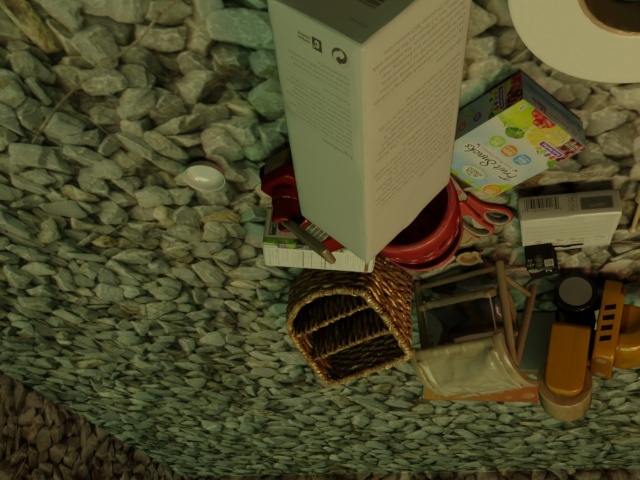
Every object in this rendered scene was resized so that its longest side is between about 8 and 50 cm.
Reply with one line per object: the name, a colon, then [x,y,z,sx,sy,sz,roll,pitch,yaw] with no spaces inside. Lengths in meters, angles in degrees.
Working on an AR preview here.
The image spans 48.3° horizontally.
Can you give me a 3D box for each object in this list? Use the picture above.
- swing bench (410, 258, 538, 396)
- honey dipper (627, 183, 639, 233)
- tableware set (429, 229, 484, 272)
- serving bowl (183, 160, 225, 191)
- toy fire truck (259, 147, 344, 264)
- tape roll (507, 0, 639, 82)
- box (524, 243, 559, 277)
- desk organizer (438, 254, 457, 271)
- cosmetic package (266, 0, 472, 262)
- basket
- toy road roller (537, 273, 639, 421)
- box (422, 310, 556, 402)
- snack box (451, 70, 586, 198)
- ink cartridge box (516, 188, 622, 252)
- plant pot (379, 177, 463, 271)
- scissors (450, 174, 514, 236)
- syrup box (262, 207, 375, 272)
swing bench: [0.346,0.212,1.633,0.165,0.255,0.253,31,145,-33]
honey dipper: [0.627,-0.058,1.410,0.030,0.030,0.161,-2,149,11]
tableware set: [0.283,0.027,1.596,0.168,0.020,0.141,-13,143,26]
serving bowl: [-0.228,-0.132,1.415,0.083,0.027,0.083,4,146,3]
toy fire truck: [-0.003,-0.036,1.331,0.158,0.246,0.217,-23,138,37]
tape roll: [0.438,-0.367,0.922,0.392,0.072,0.392,4,146,2]
box: [0.480,0.046,1.549,0.062,0.052,0.083,-9,162,22]
desk organizer: [0.227,-0.002,1.514,0.047,0.050,0.130,-41,104,10]
cosmetic package: [0.080,-0.198,1.047,0.161,0.230,0.453,36,155,26]
basket: [0.053,0.186,1.689,0.213,0.223,0.299,30,140,-33]
toy road roller: [0.633,0.246,1.603,0.240,0.329,0.202,9,156,24]
box: [0.440,0.306,1.868,0.345,0.168,0.215,-1,147,8]
snack box: [0.319,-0.174,1.237,0.174,0.070,0.207,27,143,-29]
ink cartridge box: [0.502,-0.037,1.460,0.189,0.066,0.232,-5,167,15]
plant pot: [0.175,-0.044,1.349,0.191,0.191,0.174,-8,160,19]
scissors: [0.272,-0.084,1.425,0.297,0.021,0.109,29,142,-34]
syrup box: [0.000,0.000,1.527,0.237,0.093,0.096,4,147,3]
